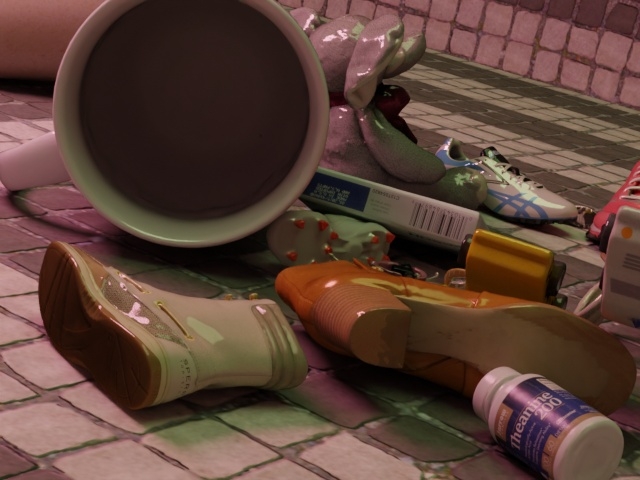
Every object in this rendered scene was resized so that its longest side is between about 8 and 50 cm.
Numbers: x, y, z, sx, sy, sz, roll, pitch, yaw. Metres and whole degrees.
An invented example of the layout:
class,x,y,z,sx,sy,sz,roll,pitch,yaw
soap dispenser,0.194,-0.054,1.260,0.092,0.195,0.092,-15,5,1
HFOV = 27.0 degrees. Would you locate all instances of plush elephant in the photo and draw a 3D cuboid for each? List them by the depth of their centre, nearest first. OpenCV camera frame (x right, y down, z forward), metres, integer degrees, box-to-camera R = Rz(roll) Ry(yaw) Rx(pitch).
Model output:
class,x,y,z,sx,sy,sz,roll,pitch,yaw
plush elephant,0.053,-0.193,1.804,0.330,0.255,0.272,-2,21,-42

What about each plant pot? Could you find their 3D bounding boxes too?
class,x,y,z,sx,sy,sz,roll,pitch,yaw
plant pot,-0.387,-0.367,2.049,0.306,0.333,0.334,-8,23,-23

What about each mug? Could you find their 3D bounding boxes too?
class,x,y,z,sx,sy,sz,roll,pitch,yaw
mug,-0.179,-0.139,1.475,0.374,0.276,0.328,-21,11,2

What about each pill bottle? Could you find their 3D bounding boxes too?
class,x,y,z,sx,sy,sz,roll,pitch,yaw
pill bottle,0.177,0.147,1.060,0.067,0.067,0.120,2,19,-34

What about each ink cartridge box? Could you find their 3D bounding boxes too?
class,x,y,z,sx,sy,sz,roll,pitch,yaw
ink cartridge box,0.093,-0.027,1.602,0.223,0.045,0.224,17,-3,14

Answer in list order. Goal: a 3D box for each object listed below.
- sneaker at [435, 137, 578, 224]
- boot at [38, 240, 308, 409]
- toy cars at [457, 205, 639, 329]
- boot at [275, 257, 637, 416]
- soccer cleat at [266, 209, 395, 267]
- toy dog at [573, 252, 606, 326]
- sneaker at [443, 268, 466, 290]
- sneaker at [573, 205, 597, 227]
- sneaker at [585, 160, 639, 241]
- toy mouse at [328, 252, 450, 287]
class,x,y,z,sx,sy,sz,roll,pitch,yaw
sneaker,0.260,-0.081,1.896,0.237,0.086,0.085,24,18,32
boot,-0.125,0.065,1.096,0.165,0.077,0.213,-1,25,-38
toy cars,0.233,0.056,1.235,0.176,0.087,0.394,30,-18,-22
boot,0.117,0.075,1.212,0.295,0.104,0.211,13,8,-19
soccer cleat,0.000,0.000,1.454,0.076,0.068,0.196,19,9,39
toy dog,0.423,0.038,1.479,0.161,0.220,0.334,46,27,1
sneaker,0.178,0.048,1.460,0.083,0.031,0.037,13,-7,33
sneaker,0.361,-0.041,1.930,0.083,0.031,0.035,13,15,1
sneaker,0.460,-0.064,1.895,0.116,0.136,0.314,17,16,19
toy mouse,0.070,0.048,1.389,0.143,0.031,0.161,17,16,15
